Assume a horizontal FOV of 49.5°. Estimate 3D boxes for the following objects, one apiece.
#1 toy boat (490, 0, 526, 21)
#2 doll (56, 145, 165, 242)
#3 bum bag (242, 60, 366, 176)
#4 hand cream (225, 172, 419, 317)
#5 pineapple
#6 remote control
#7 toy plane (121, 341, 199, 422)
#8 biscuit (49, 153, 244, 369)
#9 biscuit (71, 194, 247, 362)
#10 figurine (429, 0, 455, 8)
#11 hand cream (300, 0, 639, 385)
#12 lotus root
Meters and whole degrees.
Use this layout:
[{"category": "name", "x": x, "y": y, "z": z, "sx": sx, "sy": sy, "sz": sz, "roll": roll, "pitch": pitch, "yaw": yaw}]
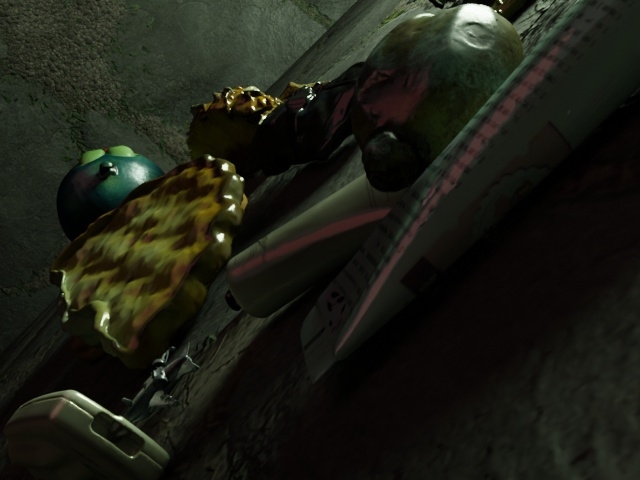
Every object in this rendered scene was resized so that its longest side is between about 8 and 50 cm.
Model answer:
[{"category": "toy boat", "x": 0.181, "y": -0.234, "z": 0.714, "sx": 0.115, "sy": 0.016, "sz": 0.063, "roll": -44, "pitch": 15, "yaw": 5}, {"category": "doll", "x": -0.358, "y": -0.042, "z": 1.252, "sx": 0.199, "sy": 0.186, "sz": 0.322, "roll": -16, "pitch": -28, "yaw": -9}, {"category": "bum bag", "x": -0.024, "y": -0.151, "z": 0.912, "sx": 0.310, "sy": 0.074, "sz": 0.137, "roll": -5, "pitch": 57, "yaw": 63}, {"category": "hand cream", "x": 0.000, "y": 0.000, "z": 0.529, "sx": 0.186, "sy": 0.054, "sz": 0.087, "roll": -34, "pitch": 31, "yaw": 19}, {"category": "pineapple", "x": -0.128, "y": -0.210, "z": 1.200, "sx": 0.158, "sy": 0.161, "sz": 0.335, "roll": -52, "pitch": 14, "yaw": -29}, {"category": "remote control", "x": -0.198, "y": 0.162, "z": 0.544, "sx": 0.230, "sy": 0.090, "sz": 0.049, "roll": -26, "pitch": 26, "yaw": 54}, {"category": "toy plane", "x": -0.140, "y": 0.126, "z": 0.600, "sx": 0.083, "sy": 0.031, "sz": 0.078, "roll": -41, "pitch": 29, "yaw": 6}, {"category": "biscuit", "x": -0.220, "y": 0.041, "z": 0.839, "sx": 0.329, "sy": 0.078, "sz": 0.335, "roll": -32, "pitch": 34, "yaw": 18}, {"category": "biscuit", "x": -0.241, "y": 0.036, "z": 1.052, "sx": 0.351, "sy": 0.057, "sz": 0.312, "roll": -29, "pitch": 23, "yaw": 46}, {"category": "figurine", "x": 0.232, "y": -0.423, "z": 0.917, "sx": 0.245, "sy": 0.110, "sz": 0.138, "roll": -42, "pitch": -4, "yaw": 36}, {"category": "hand cream", "x": 0.102, "y": -0.056, "z": 0.382, "sx": 0.331, "sy": 0.058, "sz": 0.085, "roll": -44, "pitch": 17, "yaw": 5}, {"category": "lotus root", "x": 0.078, "y": -0.101, "z": 0.491, "sx": 0.113, "sy": 0.088, "sz": 0.192, "roll": 2, "pitch": 43, "yaw": 30}]
